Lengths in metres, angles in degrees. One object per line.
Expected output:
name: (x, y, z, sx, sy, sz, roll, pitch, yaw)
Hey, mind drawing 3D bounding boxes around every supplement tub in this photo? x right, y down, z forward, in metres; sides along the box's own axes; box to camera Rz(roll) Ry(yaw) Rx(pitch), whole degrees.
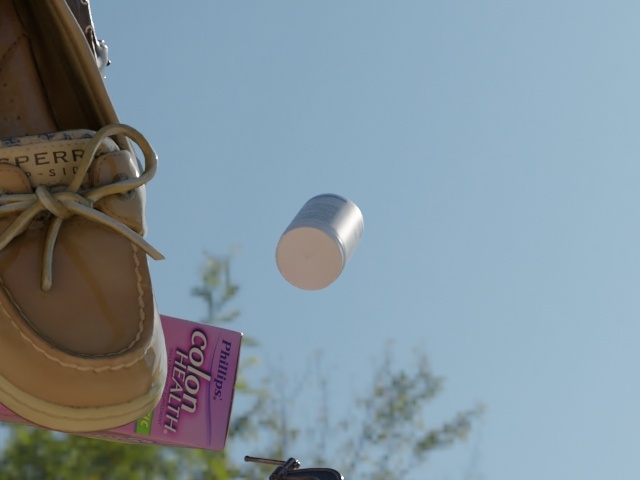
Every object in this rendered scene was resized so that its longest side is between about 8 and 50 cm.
supplement tub: (0.000, 0.000, 1.690, 0.071, 0.107, 0.071, 5, -70, 13)

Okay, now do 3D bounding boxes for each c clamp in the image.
c clamp: (-0.048, 0.263, 1.669, 0.137, 0.160, 0.022, -5, -65, 29)

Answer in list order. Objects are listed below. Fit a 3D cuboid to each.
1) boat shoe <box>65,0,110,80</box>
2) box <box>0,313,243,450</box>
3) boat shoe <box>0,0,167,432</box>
boat shoe: (-0.217, -0.161, 1.447, 0.080, 0.076, 0.228, 9, -56, 41)
box: (-0.238, 0.122, 1.605, 0.243, 0.117, 0.214, 14, -12, -35)
boat shoe: (-0.139, -0.049, 0.740, 0.105, 0.285, 0.089, -10, -31, -34)
